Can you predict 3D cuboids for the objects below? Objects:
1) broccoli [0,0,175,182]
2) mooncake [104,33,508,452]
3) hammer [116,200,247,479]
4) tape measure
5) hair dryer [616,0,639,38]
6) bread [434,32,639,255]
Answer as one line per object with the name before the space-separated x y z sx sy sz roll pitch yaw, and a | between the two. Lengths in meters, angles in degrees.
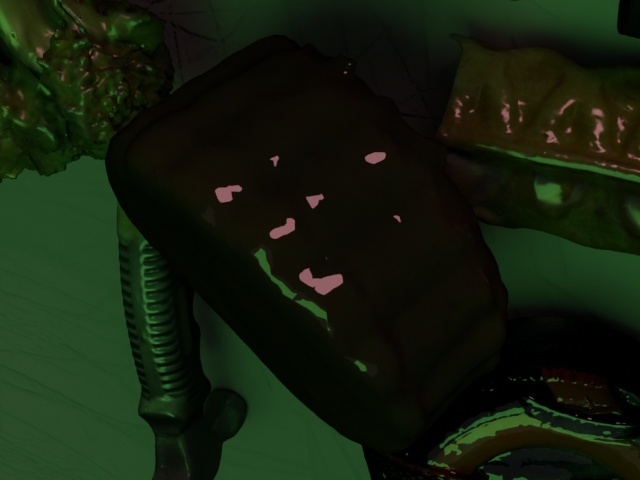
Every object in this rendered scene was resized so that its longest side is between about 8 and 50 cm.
broccoli | -0.208 -0.111 0.659 0.254 0.186 0.302 40 147 -28
mooncake | 0.000 0.000 0.648 0.228 0.124 0.228 43 165 15
hammer | -0.101 0.071 0.814 0.041 0.159 0.226 3 112 17
tape measure | 0.135 0.150 0.768 0.223 0.135 0.202 -5 113 18
hair dryer | 0.214 -0.037 0.563 0.197 0.089 0.251 17 85 7
bread | 0.187 -0.035 0.646 0.269 0.098 0.087 14 170 12
